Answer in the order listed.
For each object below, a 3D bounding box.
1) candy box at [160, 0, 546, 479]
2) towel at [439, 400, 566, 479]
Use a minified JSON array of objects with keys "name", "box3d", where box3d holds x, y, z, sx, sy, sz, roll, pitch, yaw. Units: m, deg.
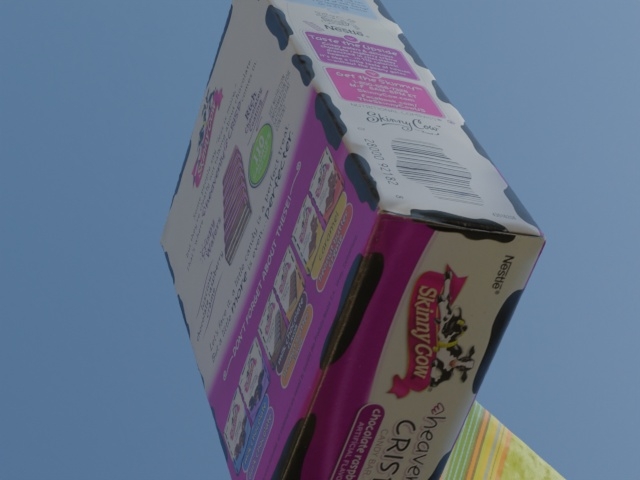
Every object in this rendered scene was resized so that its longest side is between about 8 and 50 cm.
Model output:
[{"name":"candy box","box3d":[0.000,0.000,0.653,0.071,0.159,0.233,9,-151,-22]},{"name":"towel","box3d":[0.101,0.160,0.797,0.021,0.237,0.102,-20,-142,45]}]
